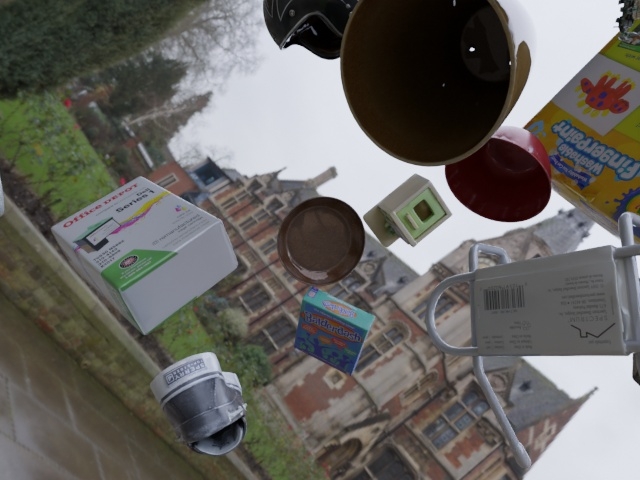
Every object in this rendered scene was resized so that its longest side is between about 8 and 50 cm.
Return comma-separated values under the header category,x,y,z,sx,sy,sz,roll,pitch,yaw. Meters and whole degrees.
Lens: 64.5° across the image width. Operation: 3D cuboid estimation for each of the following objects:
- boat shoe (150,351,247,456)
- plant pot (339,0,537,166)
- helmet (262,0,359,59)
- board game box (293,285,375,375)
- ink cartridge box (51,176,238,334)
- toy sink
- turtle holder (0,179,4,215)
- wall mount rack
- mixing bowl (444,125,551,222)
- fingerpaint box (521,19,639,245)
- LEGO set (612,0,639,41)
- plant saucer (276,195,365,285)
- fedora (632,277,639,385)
category,x,y,z,sx,sy,sz,roll,pitch,yaw
boat shoe,-0.142,0.230,0.664,0.102,0.108,0.301,60,-19,19
plant pot,0.195,-0.256,0.702,0.237,0.254,0.237,23,-51,31
helmet,-0.007,-0.375,0.803,0.162,0.169,0.169,15,-7,-14
board game box,0.026,0.214,1.176,0.160,0.047,0.210,24,-42,12
ink cartridge box,-0.320,0.012,0.914,0.278,0.201,0.117,26,-37,38
toy sink,0.282,-0.079,1.655,0.153,0.234,0.131,51,1,-23
turtle holder,-0.493,-0.054,0.614,0.320,0.243,0.227,54,0,-31
wall mount rack,0.302,0.136,0.620,0.350,0.130,0.304,-16,-112,49
mixing bowl,0.319,-0.130,0.878,0.181,0.098,0.181,27,-31,18
fingerpaint box,0.607,-0.177,0.868,0.163,0.371,0.445,34,18,-30
LEGO set,0.269,-0.207,0.430,0.023,0.083,0.054,29,-12,50
plant saucer,0.000,0.000,1.107,0.198,0.199,0.036,62,-7,-17
fedora,0.687,0.207,0.930,0.334,0.152,0.334,38,-29,25
